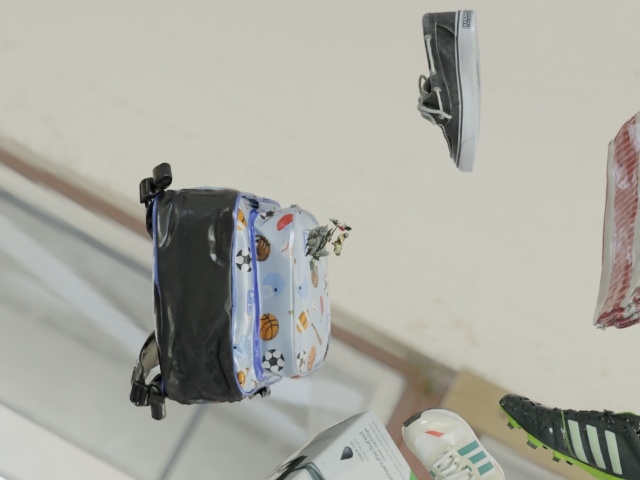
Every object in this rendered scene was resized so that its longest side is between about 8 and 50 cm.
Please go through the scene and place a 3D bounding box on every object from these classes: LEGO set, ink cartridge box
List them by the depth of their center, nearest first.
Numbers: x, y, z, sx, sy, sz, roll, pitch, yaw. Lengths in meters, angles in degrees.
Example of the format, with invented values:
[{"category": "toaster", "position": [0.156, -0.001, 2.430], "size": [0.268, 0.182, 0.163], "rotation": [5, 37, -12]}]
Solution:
[{"category": "ink cartridge box", "position": [0.009, 0.273, 1.406], "size": [0.087, 0.208, 0.153], "rotation": [-30, -87, 38]}, {"category": "LEGO set", "position": [0.001, -0.002, 1.445], "size": [0.023, 0.054, 0.083], "rotation": [27, -30, -17]}]

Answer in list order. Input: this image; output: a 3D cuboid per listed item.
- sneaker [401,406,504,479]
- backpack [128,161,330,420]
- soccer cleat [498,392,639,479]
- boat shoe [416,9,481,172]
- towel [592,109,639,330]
[{"category": "sneaker", "position": [0.142, 0.229, 1.502], "size": [0.161, 0.057, 0.075], "rotation": [47, 13, -35]}, {"category": "backpack", "position": [-0.095, 0.057, 1.743], "size": [0.213, 0.277, 0.263], "rotation": [4, 1, 4]}, {"category": "soccer cleat", "position": [0.243, 0.173, 1.344], "size": [0.179, 0.072, 0.060], "rotation": [30, 5, 19]}, {"category": "boat shoe", "position": [0.211, -0.243, 2.527], "size": [0.105, 0.113, 0.306], "rotation": [1, -45, 10]}, {"category": "towel", "position": [0.344, -0.037, 1.594], "size": [0.037, 0.237, 0.329], "rotation": [7, -10, -4]}]
